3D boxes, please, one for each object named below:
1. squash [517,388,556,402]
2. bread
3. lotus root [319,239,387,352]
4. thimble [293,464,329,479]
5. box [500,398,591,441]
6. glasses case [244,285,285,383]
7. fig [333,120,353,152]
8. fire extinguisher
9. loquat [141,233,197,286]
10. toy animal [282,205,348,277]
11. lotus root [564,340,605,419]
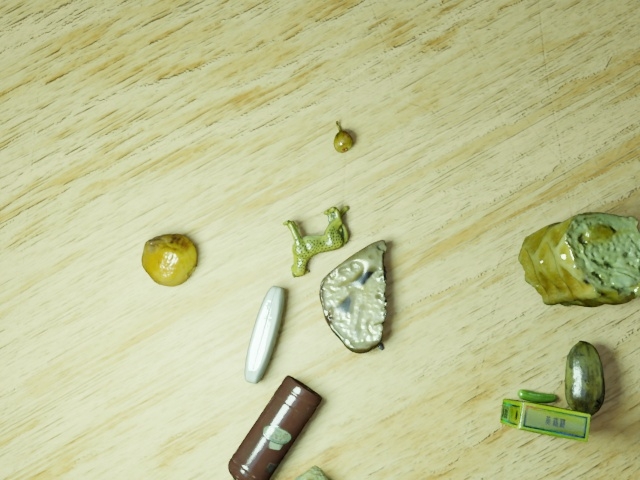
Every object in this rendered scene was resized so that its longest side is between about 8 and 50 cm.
[{"bbox_3d":[0.496,0.358,1.675,0.089,0.027,0.027,8,82,5],"label":"squash"},{"bbox_3d":[0.585,0.049,1.609,0.239,0.252,0.195,4,77,0],"label":"bread"},{"bbox_3d":[0.081,0.135,1.721,0.170,0.074,0.260,-6,80,7],"label":"lotus root"},{"bbox_3d":[-0.040,0.609,1.625,0.191,0.137,0.143,-38,80,9],"label":"thimble"},{"bbox_3d":[0.477,0.384,1.573,0.141,0.220,0.064,10,82,6],"label":"box"},{"bbox_3d":[-0.130,0.220,1.713,0.059,0.092,0.233,16,84,5],"label":"glasses case"},{"bbox_3d":[0.052,-0.255,1.795,0.050,0.050,0.083,-15,67,2],"label":"fig"},{"bbox_3d":[-0.121,0.482,1.655,0.138,0.102,0.343,28,82,46],"label":"fire extinguisher"},{"bbox_3d":[-0.364,0.045,1.755,0.137,0.113,0.137,4,99,24],"label":"loquat"},{"bbox_3d":[0.000,0.000,1.756,0.182,0.073,0.136,-18,88,-11],"label":"toy animal"},{"bbox_3d":[0.593,0.316,1.646,0.089,0.080,0.179,7,78,-16],"label":"lotus root"}]
